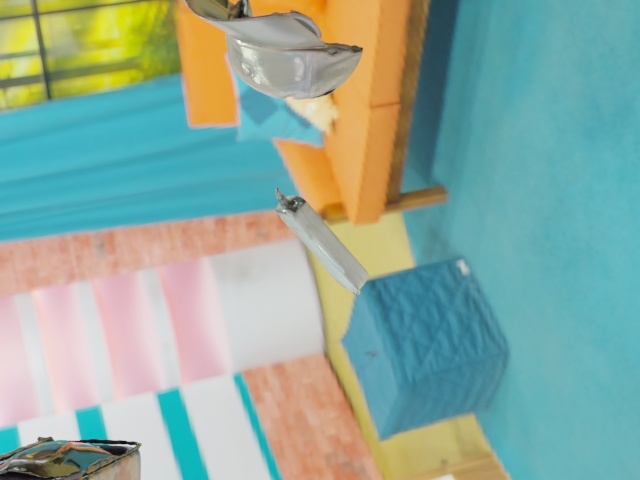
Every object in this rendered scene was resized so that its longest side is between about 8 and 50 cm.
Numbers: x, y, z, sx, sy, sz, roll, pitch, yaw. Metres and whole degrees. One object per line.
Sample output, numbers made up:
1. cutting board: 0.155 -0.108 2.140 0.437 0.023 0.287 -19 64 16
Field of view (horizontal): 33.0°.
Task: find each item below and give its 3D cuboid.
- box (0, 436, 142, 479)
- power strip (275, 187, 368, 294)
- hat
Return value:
1. box: -0.227 0.353 0.908 0.190 0.112 0.369 16 -106 -81
2. power strip: 0.000 0.000 1.361 0.191 0.030 0.047 50 162 -30
3. hat: -0.084 -0.258 1.469 0.219 0.226 0.164 28 118 31
